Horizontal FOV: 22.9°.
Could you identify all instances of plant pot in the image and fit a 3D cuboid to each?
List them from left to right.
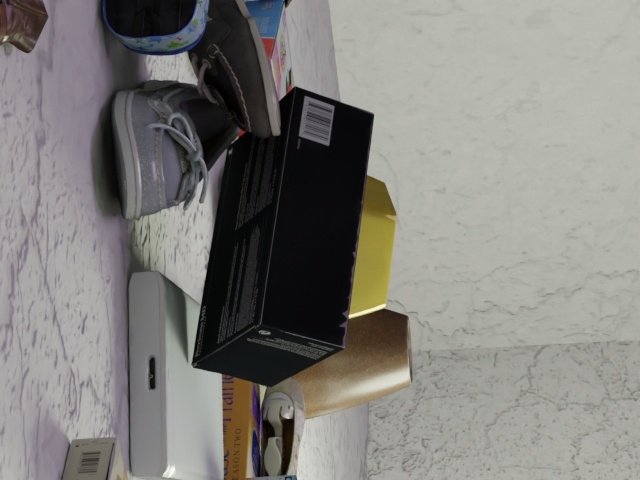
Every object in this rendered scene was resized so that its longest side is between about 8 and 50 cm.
[{"bbox_3d":[0.000,0.000,2.206,0.212,0.187,0.212,-105,-160,-68],"label":"plant pot"},{"bbox_3d":[0.023,0.174,2.431,0.215,0.230,0.215,-3,90,-84],"label":"plant pot"}]

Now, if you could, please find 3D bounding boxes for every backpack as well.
[{"bbox_3d":[-0.157,-0.237,1.539,0.084,0.105,0.114,67,23,-72],"label":"backpack"}]

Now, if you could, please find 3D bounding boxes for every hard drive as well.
[{"bbox_3d":[-0.151,0.159,1.691,0.307,0.040,0.203,57,30,-77],"label":"hard drive"}]

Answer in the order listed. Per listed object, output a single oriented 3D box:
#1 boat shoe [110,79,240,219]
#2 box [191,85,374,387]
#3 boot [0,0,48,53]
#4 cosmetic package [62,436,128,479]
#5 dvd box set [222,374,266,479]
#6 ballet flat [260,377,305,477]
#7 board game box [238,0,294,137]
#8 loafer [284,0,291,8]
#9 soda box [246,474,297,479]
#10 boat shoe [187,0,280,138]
[{"bbox_3d":[-0.143,-0.101,1.593,0.320,0.103,0.118,-71,157,-76],"label":"boat shoe"},{"bbox_3d":[-0.039,0.000,1.641,0.184,0.103,0.261,-30,-133,57],"label":"box"},{"bbox_3d":[-0.226,-0.193,1.169,0.114,0.037,0.106,-29,129,-80],"label":"boot"},{"bbox_3d":[-0.183,0.226,1.332,0.060,0.041,0.115,-87,171,-49],"label":"cosmetic package"},{"bbox_3d":[-0.098,0.373,1.973,0.307,0.062,0.420,80,9,-49],"label":"dvd box set"},{"bbox_3d":[-0.049,0.239,1.963,0.052,0.057,0.168,54,31,-62],"label":"ballet flat"},{"bbox_3d":[-0.079,-0.183,2.449,0.242,0.064,0.316,-82,168,-61],"label":"board game box"},{"bbox_3d":[-0.069,-0.417,2.506,0.302,0.109,0.095,-64,155,-84],"label":"loafer"},{"bbox_3d":[-0.046,0.347,1.865,0.183,0.063,0.058,79,9,-51],"label":"soda box"},{"bbox_3d":[-0.112,-0.204,1.637,0.335,0.095,0.112,-109,-174,-49],"label":"boat shoe"}]
